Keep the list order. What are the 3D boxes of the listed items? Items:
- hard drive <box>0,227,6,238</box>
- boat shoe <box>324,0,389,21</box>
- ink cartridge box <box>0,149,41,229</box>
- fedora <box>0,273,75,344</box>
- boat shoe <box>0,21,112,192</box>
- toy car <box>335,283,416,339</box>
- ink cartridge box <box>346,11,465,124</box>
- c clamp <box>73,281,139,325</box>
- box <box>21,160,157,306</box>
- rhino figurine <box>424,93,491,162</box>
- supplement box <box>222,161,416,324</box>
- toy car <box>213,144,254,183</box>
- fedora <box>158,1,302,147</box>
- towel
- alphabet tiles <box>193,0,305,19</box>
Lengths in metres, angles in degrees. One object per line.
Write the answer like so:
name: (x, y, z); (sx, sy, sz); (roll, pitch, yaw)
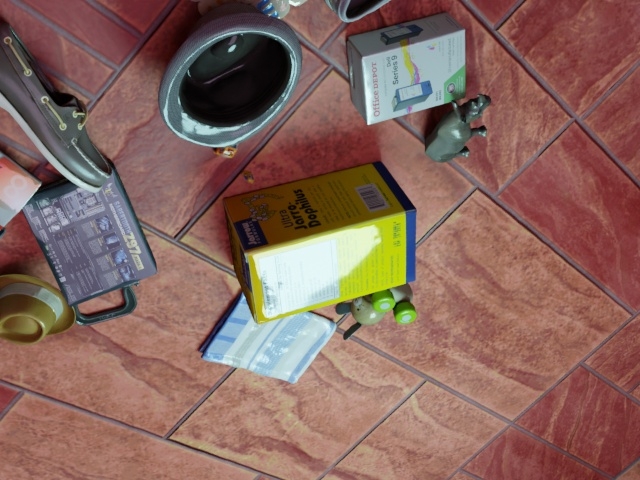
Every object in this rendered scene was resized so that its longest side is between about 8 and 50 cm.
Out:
hard drive: (-0.730, 0.024, 1.537); (0.254, 0.054, 0.172); (-36, 131, 7)
boat shoe: (0.149, -0.501, 1.460); (0.320, 0.103, 0.118); (-34, 131, 6)
ink cartridge box: (-0.604, -0.078, 1.462); (0.145, 0.045, 0.179); (40, 83, -23)
fedora: (-0.583, 0.149, 1.639); (0.194, 0.079, 0.194); (6, 133, 6)
boat shoe: (-0.458, -0.218, 1.414); (0.096, 0.117, 0.324); (-35, 120, 5)
toy car: (0.106, 0.141, 1.923); (0.188, 0.155, 0.149); (-39, 132, 26)
ink cartridge box: (0.166, -0.331, 1.608); (0.212, 0.093, 0.154); (-15, 131, -9)
c clamp: (-0.453, 0.118, 1.752); (0.160, 0.022, 0.137); (-20, 136, -9)
box: (-0.436, -0.011, 1.585); (0.183, 0.059, 0.233); (-22, 112, -5)
rhino figurine: (0.282, -0.230, 1.693); (0.106, 0.073, 0.243); (-15, 163, -16)
supplement box: (0.000, 0.000, 1.728); (0.356, 0.195, 0.194); (-14, 130, -13)
toy car: (-0.155, -0.162, 1.640); (0.060, 0.041, 0.122); (-42, 130, 12)
fedora: (-0.164, -0.306, 1.457); (0.243, 0.124, 0.275); (10, 134, -35)
towel: (-0.119, 0.235, 1.969); (0.285, 0.034, 0.209); (22, 114, -34)
alphabet tiles: (-0.118, -0.501, 1.405); (0.278, 0.021, 0.284); (-35, 131, 5)
